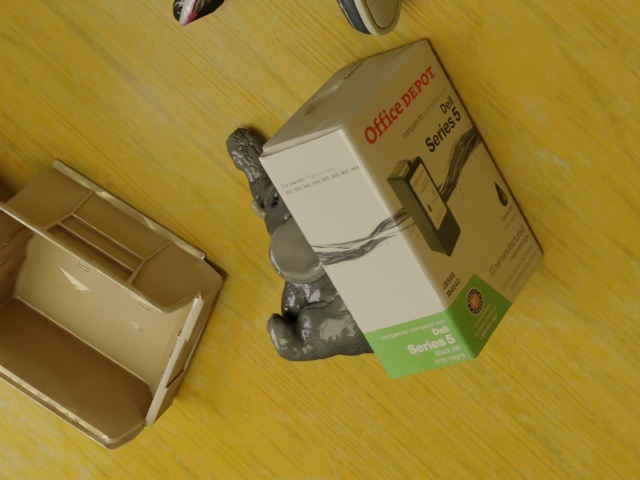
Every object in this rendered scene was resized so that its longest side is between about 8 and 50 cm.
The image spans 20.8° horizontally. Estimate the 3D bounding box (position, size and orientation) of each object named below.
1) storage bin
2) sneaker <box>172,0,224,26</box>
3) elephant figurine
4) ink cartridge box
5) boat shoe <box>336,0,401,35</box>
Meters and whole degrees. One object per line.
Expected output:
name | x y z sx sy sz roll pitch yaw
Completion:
storage bin | -0.281 0.084 2.100 0.260 0.123 0.262 33 132 9
sneaker | -0.122 -0.307 1.778 0.077 0.072 0.178 37 126 20
elephant figurine | 0.000 0.000 1.862 0.186 0.169 0.239 -7 104 3
ink cartridge box | 0.086 -0.033 1.742 0.115 0.198 0.272 -17 112 38
boat shoe | 0.003 -0.312 1.668 0.079 0.095 0.254 -10 114 34
